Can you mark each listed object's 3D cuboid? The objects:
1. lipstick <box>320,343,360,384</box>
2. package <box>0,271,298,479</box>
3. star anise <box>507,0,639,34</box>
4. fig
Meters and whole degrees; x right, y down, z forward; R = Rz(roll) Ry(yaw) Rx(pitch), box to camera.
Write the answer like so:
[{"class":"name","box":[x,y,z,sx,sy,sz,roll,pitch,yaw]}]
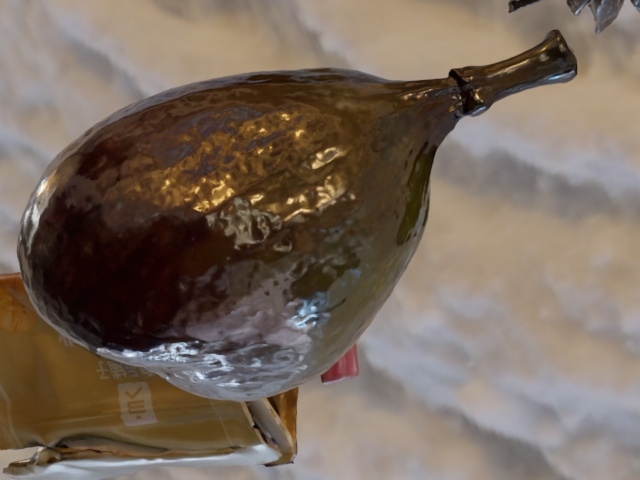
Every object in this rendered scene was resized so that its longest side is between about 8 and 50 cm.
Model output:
[{"class":"lipstick","box":[0.000,0.000,1.345,0.053,0.053,0.234,18,119,50]},{"class":"package","box":[-0.163,0.122,1.549,0.311,0.221,0.165,-6,66,40]},{"class":"star anise","box":[0.304,-0.307,1.867,0.283,0.129,0.212,5,108,9]},{"class":"fig","box":[-0.003,-0.022,0.848,0.170,0.274,0.145,41,-155,-53]}]
